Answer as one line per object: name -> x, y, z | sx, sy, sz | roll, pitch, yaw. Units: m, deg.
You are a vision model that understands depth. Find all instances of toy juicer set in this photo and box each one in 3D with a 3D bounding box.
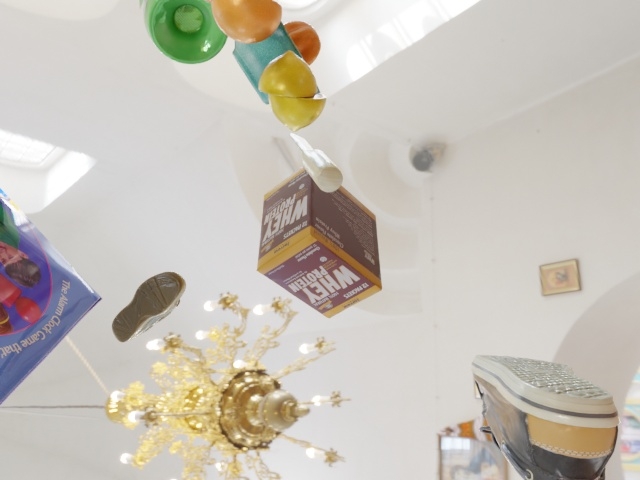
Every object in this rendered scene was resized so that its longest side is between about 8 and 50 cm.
toy juicer set -> -0.025, -0.172, 0.587 | 0.209, 0.089, 0.329 | 58, -179, 41

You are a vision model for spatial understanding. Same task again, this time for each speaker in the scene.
speaker -> -0.209, -0.388, 0.886 | 0.131, 0.131, 0.297 | 24, -149, -32

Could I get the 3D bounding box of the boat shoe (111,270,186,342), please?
boat shoe -> -0.248, 0.097, 0.849 | 0.056, 0.153, 0.048 | 52, -158, 15

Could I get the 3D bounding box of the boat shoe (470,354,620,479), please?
boat shoe -> 0.350, 0.282, 0.947 | 0.500, 0.186, 0.156 | 21, -106, -81

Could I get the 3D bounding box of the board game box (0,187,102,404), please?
board game box -> -0.332, 0.048, 0.419 | 0.233, 0.078, 0.347 | 52, -167, -13

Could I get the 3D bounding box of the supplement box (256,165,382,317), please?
supplement box -> 0.000, 0.000, 1.045 | 0.191, 0.129, 0.194 | 38, -145, -32
